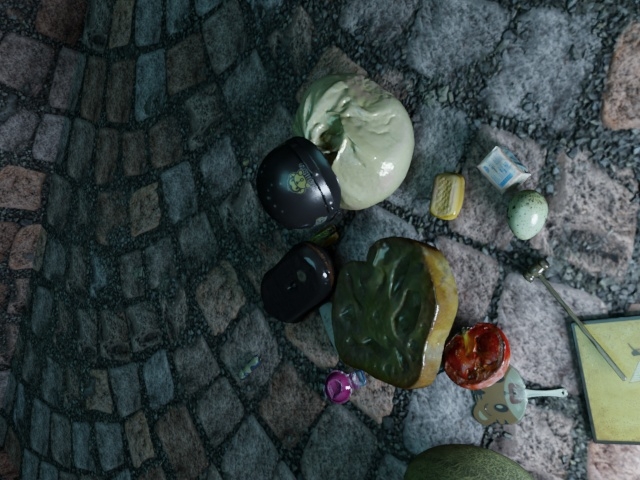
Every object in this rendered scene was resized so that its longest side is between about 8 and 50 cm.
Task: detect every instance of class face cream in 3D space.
[{"bbox_3d":[0.054,0.260,1.570,0.072,0.051,0.182,-44,62,32],"label":"face cream"}]

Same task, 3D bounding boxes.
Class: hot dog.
[{"bbox_3d":[0.000,0.000,1.623,0.133,0.041,0.057,-35,68,34],"label":"hot dog"}]

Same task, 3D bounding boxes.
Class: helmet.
[{"bbox_3d":[-0.070,-0.127,1.388,0.231,0.160,0.279,62,166,-1],"label":"helmet"}]

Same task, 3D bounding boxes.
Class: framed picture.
[{"bbox_3d":[0.677,0.264,1.077,0.338,0.014,0.256,-13,81,39],"label":"framed picture"}]

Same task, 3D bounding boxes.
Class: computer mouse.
[{"bbox_3d":[-0.057,0.120,1.621,0.323,0.116,0.183,-42,75,45],"label":"computer mouse"}]

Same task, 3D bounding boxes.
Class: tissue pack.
[{"bbox_3d":[0.414,-0.157,1.271,0.074,0.058,0.094,-49,60,30],"label":"tissue pack"}]

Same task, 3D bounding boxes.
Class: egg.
[{"bbox_3d":[0.449,-0.056,1.224,0.085,0.085,0.111,7,101,39],"label":"egg"}]

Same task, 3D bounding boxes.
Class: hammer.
[{"bbox_3d":[0.535,0.164,1.174,0.058,0.029,0.292,-48,57,28],"label":"hammer"}]

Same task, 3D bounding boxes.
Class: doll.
[{"bbox_3d":[-0.229,0.410,1.818,0.125,0.027,0.037,-49,54,28],"label":"doll"}]

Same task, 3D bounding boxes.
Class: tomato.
[{"bbox_3d":[0.364,0.270,1.282,0.159,0.091,0.139,-35,45,19],"label":"tomato"}]

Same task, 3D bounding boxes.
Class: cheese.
[{"bbox_3d":[0.064,0.402,1.570,0.145,0.038,0.095,-29,73,29],"label":"cheese"}]

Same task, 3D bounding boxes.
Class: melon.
[{"bbox_3d":[0.330,0.573,1.217,0.329,0.248,0.249,6,93,42],"label":"melon"}]

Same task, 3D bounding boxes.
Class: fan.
[{"bbox_3d":[0.443,0.347,1.275,0.226,0.008,0.153,-12,81,40],"label":"fan"}]

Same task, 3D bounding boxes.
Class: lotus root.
[{"bbox_3d":[0.177,0.185,1.385,0.390,0.111,0.375,-50,50,35],"label":"lotus root"}]

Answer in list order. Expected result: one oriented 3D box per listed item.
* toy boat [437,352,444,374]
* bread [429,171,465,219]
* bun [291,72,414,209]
[{"bbox_3d":[0.286,0.299,1.374,0.141,0.055,0.060,-38,73,32],"label":"toy boat"},{"bbox_3d":[0.310,-0.106,1.359,0.082,0.056,0.115,4,85,39],"label":"bread"},{"bbox_3d":[0.057,-0.255,1.461,0.360,0.213,0.362,7,100,42],"label":"bun"}]
